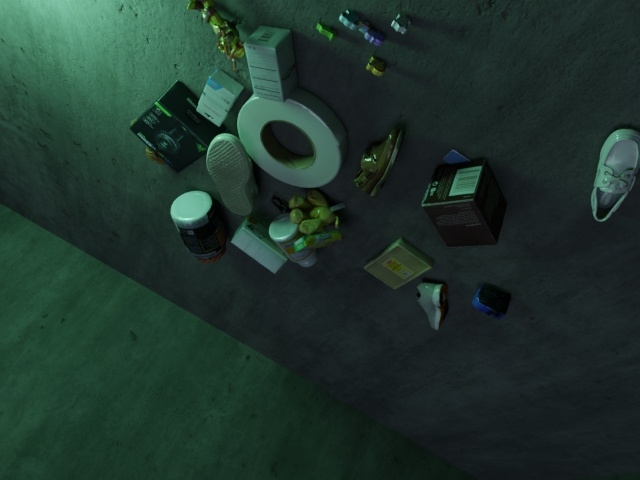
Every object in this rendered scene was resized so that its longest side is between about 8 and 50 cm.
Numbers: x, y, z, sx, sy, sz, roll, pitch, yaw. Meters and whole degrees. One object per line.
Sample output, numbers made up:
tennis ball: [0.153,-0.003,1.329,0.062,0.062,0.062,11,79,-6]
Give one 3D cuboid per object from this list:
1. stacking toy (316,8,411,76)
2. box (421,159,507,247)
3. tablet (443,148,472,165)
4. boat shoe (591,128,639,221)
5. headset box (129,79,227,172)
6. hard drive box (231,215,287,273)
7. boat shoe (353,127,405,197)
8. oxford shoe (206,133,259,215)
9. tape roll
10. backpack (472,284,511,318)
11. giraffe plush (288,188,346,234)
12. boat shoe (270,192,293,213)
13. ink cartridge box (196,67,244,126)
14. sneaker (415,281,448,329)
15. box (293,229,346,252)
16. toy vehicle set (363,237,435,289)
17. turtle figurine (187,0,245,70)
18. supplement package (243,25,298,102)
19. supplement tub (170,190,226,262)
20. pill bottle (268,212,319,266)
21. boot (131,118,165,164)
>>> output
stacking toy: [0.107,-0.549,1.348,0.221,0.052,0.167,32,146,-4]
box: [0.440,-0.107,1.577,0.167,0.168,0.203,-5,137,40]
tablet: [0.419,-0.239,1.572,0.083,0.006,0.054,32,146,-7]
boat shoe: [0.766,-0.158,1.347,0.098,0.096,0.277,12,142,24]
headset box: [-0.516,-0.412,1.903,0.283,0.131,0.246,-17,126,46]
hard drive box: [-0.251,0.014,2.220,0.232,0.181,0.089,37,106,-13]
boat shoe: [0.176,-0.245,1.644,0.104,0.111,0.307,25,146,3]
oxford shoe: [-0.313,-0.257,1.931,0.169,0.130,0.449,18,154,10]
tape roll: [-0.094,-0.340,1.750,0.392,0.072,0.392,20,145,14]
backpack: [0.634,0.234,1.957,0.120,0.098,0.101,26,150,3]
giraffe plush: [-0.023,-0.086,1.986,0.210,0.181,0.170,-4,162,-15]
boat shoe: [-0.153,-0.133,2.091,0.046,0.038,0.125,-6,133,40]
ink cartridge box: [-0.342,-0.478,1.754,0.104,0.060,0.180,35,145,-11]
sneaker: [0.454,0.260,2.139,0.121,0.099,0.262,17,138,29]
box: [0.000,0.000,1.938,0.105,0.179,0.043,-31,70,62]
toy vehicle set: [0.307,0.097,2.066,0.166,0.035,0.267,35,146,-9]
turtle figurine: [-0.280,-0.606,1.484,0.217,0.087,0.269,51,-179,-17]
supplement package: [-0.141,-0.515,1.522,0.105,0.105,0.179,16,145,18]
supplement tub: [-0.535,-0.052,2.334,0.193,0.193,0.316,15,143,19]
pill bottle: [-0.098,0.006,2.134,0.136,0.136,0.245,6,151,30]
boot: [-0.694,-0.392,2.113,0.197,0.073,0.152,39,149,-11]
